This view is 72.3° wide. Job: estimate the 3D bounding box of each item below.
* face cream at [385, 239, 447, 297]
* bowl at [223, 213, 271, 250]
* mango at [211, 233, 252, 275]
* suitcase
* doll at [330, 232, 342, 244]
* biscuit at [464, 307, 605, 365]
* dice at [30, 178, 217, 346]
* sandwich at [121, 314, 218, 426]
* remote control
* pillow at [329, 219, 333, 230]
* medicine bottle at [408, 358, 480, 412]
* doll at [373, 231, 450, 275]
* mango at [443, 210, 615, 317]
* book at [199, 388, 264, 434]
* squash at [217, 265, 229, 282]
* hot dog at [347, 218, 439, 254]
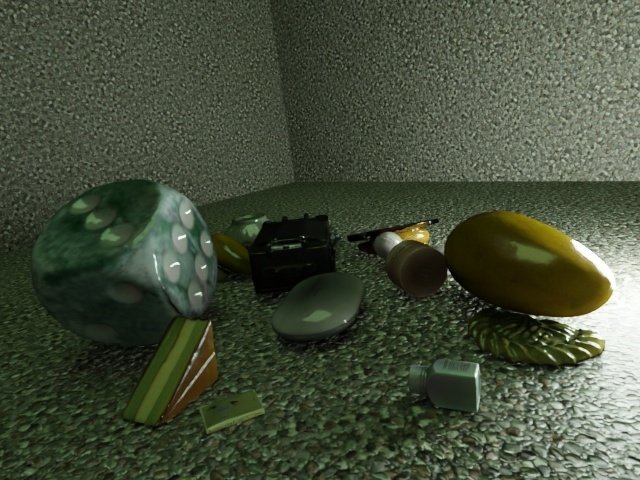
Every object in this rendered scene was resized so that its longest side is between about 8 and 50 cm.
[{"bbox_3d":[0.275,0.079,1.265,0.149,0.149,0.104,-11,15,-14],"label":"face cream"},{"bbox_3d":[-0.303,-0.028,1.924,0.338,0.157,0.337,-7,14,2],"label":"bowl"},{"bbox_3d":[-0.342,0.056,1.654,0.317,0.119,0.176,27,-8,47],"label":"mango"},{"bbox_3d":[-0.091,0.039,1.496,0.283,0.194,0.434,-6,15,3],"label":"suitcase"},{"bbox_3d":[0.000,0.001,1.865,0.195,0.062,0.104,-11,-4,19],"label":"doll"},{"bbox_3d":[0.435,0.206,0.935,0.274,0.036,0.187,7,21,44],"label":"biscuit"},{"bbox_3d":[-0.491,0.060,1.158,0.349,0.330,0.327,-6,46,7],"label":"dice"},{"bbox_3d":[-0.313,0.258,0.895,0.117,0.144,0.187,-2,15,28],"label":"sandwich"},{"bbox_3d":[0.000,0.167,1.156,0.221,0.103,0.332,-9,14,18],"label":"remote control"},{"bbox_3d":[-0.003,-0.067,2.150,0.131,0.038,0.232,-4,16,1],"label":"pillow"},{"bbox_3d":[0.221,0.255,0.783,0.118,0.074,0.055,-1,17,26],"label":"medicine bottle"},{"bbox_3d":[0.316,0.045,1.441,0.365,0.094,0.160,16,-5,44],"label":"doll"},{"bbox_3d":[0.486,0.059,1.070,0.300,0.232,0.445,6,13,-16],"label":"mango"},{"bbox_3d":[-0.169,0.322,0.833,0.111,0.014,0.077,-13,16,-21],"label":"book"},{"bbox_3d":[-0.474,0.094,1.641,0.252,0.169,0.093,14,70,52],"label":"squash"},{"bbox_3d":[0.282,0.001,1.655,0.326,0.107,0.194,-10,2,29],"label":"hot dog"}]
